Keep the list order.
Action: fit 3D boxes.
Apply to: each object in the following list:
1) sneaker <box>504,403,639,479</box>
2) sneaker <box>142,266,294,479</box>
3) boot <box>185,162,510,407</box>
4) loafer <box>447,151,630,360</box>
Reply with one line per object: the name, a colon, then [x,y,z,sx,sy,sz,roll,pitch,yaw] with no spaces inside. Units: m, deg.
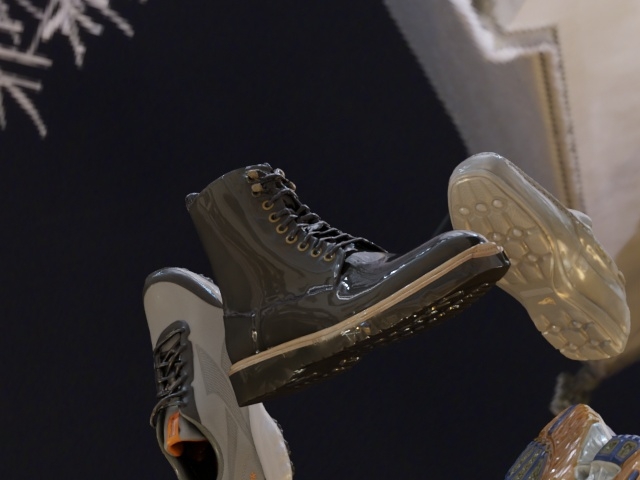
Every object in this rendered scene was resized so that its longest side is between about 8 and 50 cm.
sneaker: [0.248,0.224,1.141,0.131,0.296,0.112,40,-91,-7]
sneaker: [-0.114,0.143,1.291,0.108,0.100,0.271,4,-125,-46]
boot: [0.000,0.000,0.761,0.077,0.198,0.137,-4,-110,-52]
loafer: [0.235,0.006,1.446,0.319,0.112,0.111,49,-134,-38]
